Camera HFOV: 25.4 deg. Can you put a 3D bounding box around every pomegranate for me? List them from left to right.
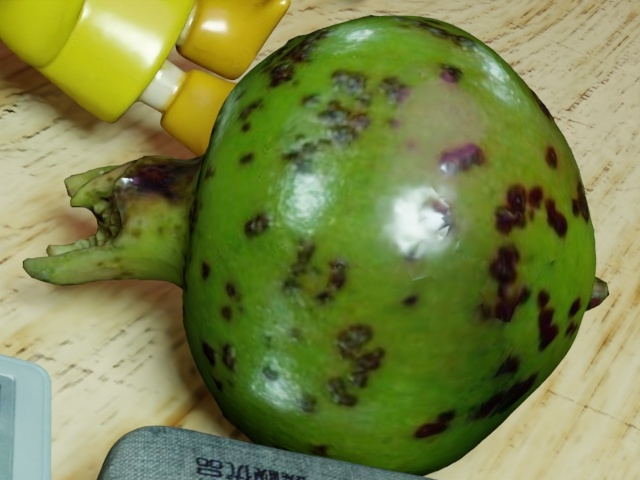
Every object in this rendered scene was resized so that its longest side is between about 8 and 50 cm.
[{"bbox_3d":[0.000,0.000,0.637,0.263,0.211,0.211,8,35,2],"label":"pomegranate"}]

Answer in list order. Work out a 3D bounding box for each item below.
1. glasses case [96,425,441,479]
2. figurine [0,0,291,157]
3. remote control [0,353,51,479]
[{"bbox_3d":[0.062,0.163,0.559,0.323,0.074,0.131,15,34,-16],"label":"glasses case"},{"bbox_3d":[-0.186,-0.144,0.728,0.344,0.187,0.215,22,24,-16],"label":"figurine"},{"bbox_3d":[-0.244,0.058,0.526,0.293,0.051,0.103,15,35,-21],"label":"remote control"}]
